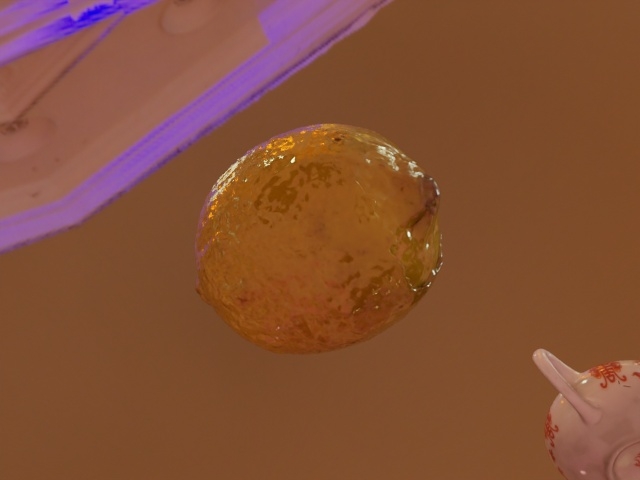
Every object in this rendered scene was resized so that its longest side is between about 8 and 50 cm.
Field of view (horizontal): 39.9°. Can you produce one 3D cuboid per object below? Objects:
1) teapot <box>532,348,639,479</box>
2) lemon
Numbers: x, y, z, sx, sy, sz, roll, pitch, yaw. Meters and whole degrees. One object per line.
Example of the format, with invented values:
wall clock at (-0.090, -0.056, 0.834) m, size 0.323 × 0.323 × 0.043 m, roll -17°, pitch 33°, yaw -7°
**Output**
teapot at (0.310, 0.193, 0.927) m, size 0.159 × 0.116 × 0.245 m, roll -34°, pitch -67°, yaw 25°
lemon at (-0.002, 0.002, 0.684) m, size 0.180 × 0.180 × 0.193 m, roll 44°, pitch -86°, yaw 10°
